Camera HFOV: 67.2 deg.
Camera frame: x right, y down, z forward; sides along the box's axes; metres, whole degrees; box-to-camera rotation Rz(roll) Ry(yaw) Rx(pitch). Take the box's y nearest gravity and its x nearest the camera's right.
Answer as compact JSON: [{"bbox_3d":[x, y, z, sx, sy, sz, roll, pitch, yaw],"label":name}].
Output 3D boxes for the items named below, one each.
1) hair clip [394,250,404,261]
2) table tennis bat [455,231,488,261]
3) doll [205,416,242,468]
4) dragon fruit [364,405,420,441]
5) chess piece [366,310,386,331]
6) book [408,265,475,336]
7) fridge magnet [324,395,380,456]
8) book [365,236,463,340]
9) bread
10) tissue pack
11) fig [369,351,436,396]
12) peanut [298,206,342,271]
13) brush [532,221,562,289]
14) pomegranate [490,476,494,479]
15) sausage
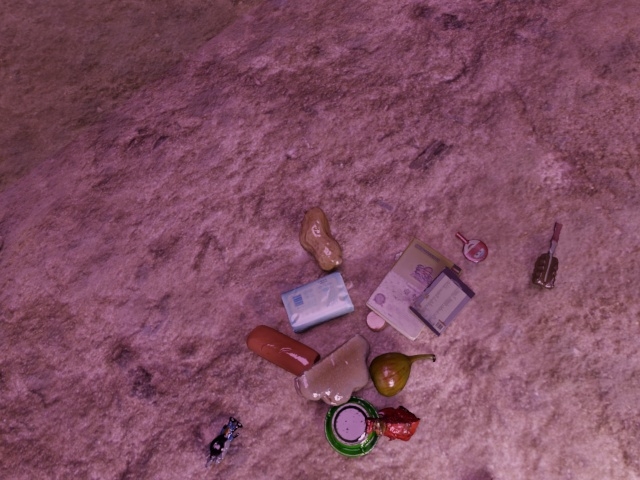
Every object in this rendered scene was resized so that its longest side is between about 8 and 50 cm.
[{"bbox_3d":[0.352,0.108,1.981,0.054,0.022,0.137,-24,62,1],"label":"hair clip"},{"bbox_3d":[0.611,0.023,1.964,0.098,0.019,0.155,-39,65,-6],"label":"table tennis bat"},{"bbox_3d":[-0.374,0.766,1.818,0.095,0.070,0.195,18,62,37],"label":"doll"},{"bbox_3d":[0.247,0.625,1.678,0.192,0.092,0.123,9,56,-16],"label":"dragon fruit"},{"bbox_3d":[0.221,0.318,1.905,0.083,0.038,0.084,-4,65,9],"label":"chess piece"},{"bbox_3d":[0.468,0.233,1.859,0.157,0.026,0.231,45,78,2],"label":"book"},{"bbox_3d":[0.114,0.667,1.734,0.207,0.088,0.208,-4,60,8],"label":"fridge magnet"},{"bbox_3d":[0.370,0.185,1.902,0.239,0.035,0.352,36,77,11],"label":"book"},{"bbox_3d":[0.069,0.490,1.768,0.337,0.102,0.183,-30,74,-32],"label":"bread"},{"bbox_3d":[-0.011,0.253,1.965,0.263,0.089,0.177,-22,63,0],"label":"tissue pack"},{"bbox_3d":[0.304,0.458,1.761,0.259,0.151,0.151,-27,62,-4],"label":"fig"},{"bbox_3d":[-0.007,0.002,2.058,0.159,0.143,0.291,-40,63,32],"label":"peanut"},{"bbox_3d":[0.889,0.052,1.863,0.084,0.071,0.301,25,63,6],"label":"brush"},{"bbox_3d":[0.552,0.846,1.527,0.159,0.129,0.129,-41,62,-17],"label":"pomegranate"},{"bbox_3d":[-0.150,0.433,1.893,0.304,0.121,0.121,22,72,21],"label":"sausage"}]
